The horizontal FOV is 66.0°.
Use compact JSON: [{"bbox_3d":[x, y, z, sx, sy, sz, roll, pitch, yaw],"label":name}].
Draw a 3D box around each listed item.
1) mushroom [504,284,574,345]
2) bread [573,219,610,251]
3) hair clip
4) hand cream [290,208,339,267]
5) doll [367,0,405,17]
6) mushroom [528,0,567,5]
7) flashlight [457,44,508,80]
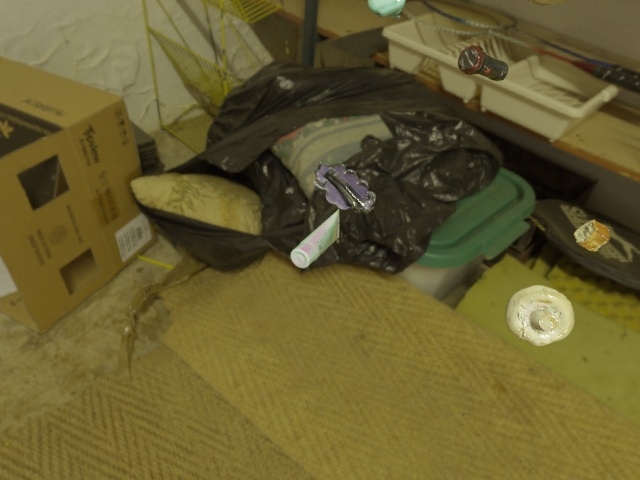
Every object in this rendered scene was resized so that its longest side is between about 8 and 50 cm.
[{"bbox_3d":[0.529,0.184,1.196,0.154,0.154,0.122,12,7,8],"label":"mushroom"},{"bbox_3d":[0.853,-0.018,1.552,0.070,0.083,0.076,30,40,-12],"label":"bread"},{"bbox_3d":[0.061,-0.138,1.350,0.195,0.124,0.052,42,31,-9],"label":"hair clip"},{"bbox_3d":[0.000,0.000,1.079,0.047,0.076,0.174,17,36,25],"label":"hand cream"},{"bbox_3d":[0.090,-0.419,0.758,0.059,0.159,0.158,-13,71,21],"label":"doll"},{"bbox_3d":[0.526,-0.657,1.094,0.203,0.246,0.246,-23,45,-5],"label":"mushroom"},{"bbox_3d":[0.557,-0.588,1.666,0.232,0.092,0.093,-1,35,-43],"label":"flashlight"}]
